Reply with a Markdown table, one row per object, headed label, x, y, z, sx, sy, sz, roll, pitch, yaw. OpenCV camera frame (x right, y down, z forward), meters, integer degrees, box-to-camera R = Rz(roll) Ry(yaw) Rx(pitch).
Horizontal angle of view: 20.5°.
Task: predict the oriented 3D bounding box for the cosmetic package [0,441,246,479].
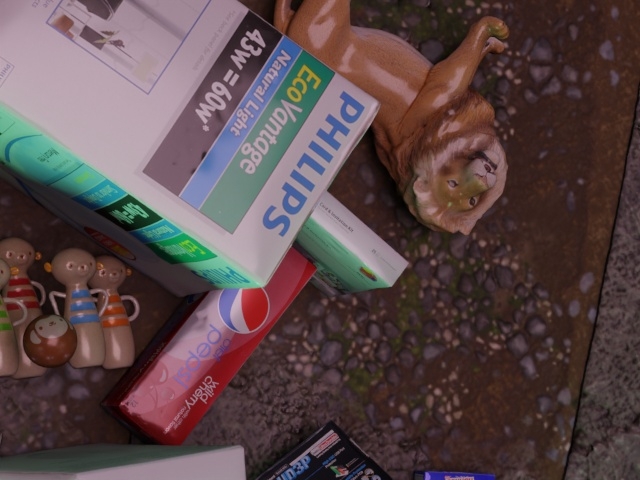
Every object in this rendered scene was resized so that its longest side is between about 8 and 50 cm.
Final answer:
| label | x | y | z | sx | sy | sz | roll | pitch | yaw |
| --- | --- | --- | --- | --- | --- | --- | --- | --- | --- |
| cosmetic package | -0.227 | 0.283 | 1.779 | 0.224 | 0.225 | 0.138 | -3 | 87 | -47 |

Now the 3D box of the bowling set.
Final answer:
| label | x | y | z | sx | sy | sz | roll | pitch | yaw |
| --- | --- | --- | --- | --- | --- | --- | --- | --- | --- |
| bowling set | -0.290 | 0.060 | 1.822 | 0.287 | 0.200 | 0.154 | -4 | 83 | -31 |

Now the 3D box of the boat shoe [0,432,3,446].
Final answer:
| label | x | y | z | sx | sy | sz | roll | pitch | yaw |
| --- | --- | --- | --- | --- | --- | --- | --- | --- | --- |
| boat shoe | -0.382 | 0.297 | 1.844 | 0.069 | 0.081 | 0.227 | 28 | 80 | -23 |

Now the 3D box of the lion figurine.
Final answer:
| label | x | y | z | sx | sy | sz | roll | pitch | yaw |
| --- | --- | --- | --- | --- | --- | --- | --- | --- | --- |
| lion figurine | 0.068 | -0.196 | 2.032 | 0.392 | 0.142 | 0.240 | 35 | 82 | 1 |

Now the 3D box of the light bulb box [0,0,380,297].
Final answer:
| label | x | y | z | sx | sy | sz | roll | pitch | yaw |
| --- | --- | --- | --- | --- | --- | --- | --- | --- | --- |
| light bulb box | -0.189 | -0.131 | 1.800 | 0.361 | 0.358 | 0.225 | 35 | 77 | -12 |

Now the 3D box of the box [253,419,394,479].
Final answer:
| label | x | y | z | sx | sy | sz | roll | pitch | yaw |
| --- | --- | --- | --- | --- | --- | --- | --- | --- | --- |
| box | -0.006 | 0.321 | 1.922 | 0.175 | 0.051 | 0.220 | 42 | 55 | 18 |

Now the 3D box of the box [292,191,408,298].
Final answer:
| label | x | y | z | sx | sy | sz | roll | pitch | yaw |
| --- | --- | --- | --- | --- | --- | --- | --- | --- | --- |
| box | 0.000 | 0.000 | 1.946 | 0.145 | 0.186 | 0.038 | 41 | 74 | -11 |

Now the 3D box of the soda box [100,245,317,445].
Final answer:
| label | x | y | z | sx | sy | sz | roll | pitch | yaw |
| --- | --- | --- | --- | --- | --- | --- | --- | --- | --- |
| soda box | -0.122 | 0.106 | 1.943 | 0.083 | 0.092 | 0.263 | 42 | 73 | -13 |

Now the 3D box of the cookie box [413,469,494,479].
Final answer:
| label | x | y | z | sx | sy | sz | roll | pitch | yaw |
| --- | --- | --- | --- | --- | --- | --- | --- | --- | --- |
| cookie box | 0.153 | 0.322 | 2.049 | 0.092 | 0.040 | 0.107 | 6 | 84 | -19 |
